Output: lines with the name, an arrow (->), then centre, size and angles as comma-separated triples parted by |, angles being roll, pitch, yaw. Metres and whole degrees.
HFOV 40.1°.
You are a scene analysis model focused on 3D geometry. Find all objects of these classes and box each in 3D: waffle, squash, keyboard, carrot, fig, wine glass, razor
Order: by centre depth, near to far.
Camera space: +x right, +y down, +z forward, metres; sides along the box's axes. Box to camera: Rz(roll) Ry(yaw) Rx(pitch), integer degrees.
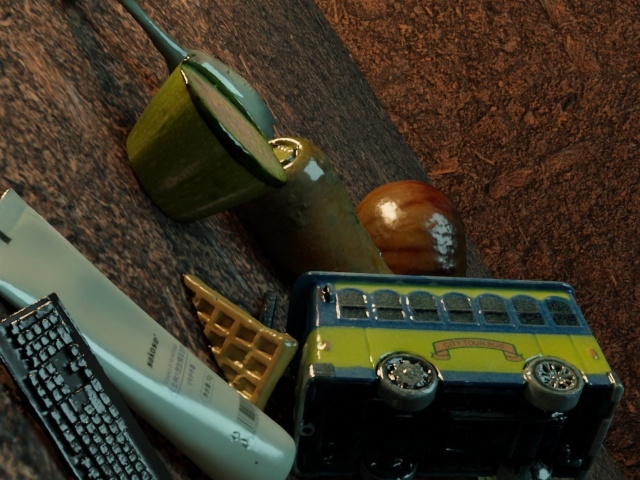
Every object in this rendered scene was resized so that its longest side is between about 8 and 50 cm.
keyboard -> -0.150, 0.129, 0.597 | 0.196, 0.015, 0.074 | 60, 34, -6
waffle -> -0.100, 0.103, 0.844 | 0.153, 0.097, 0.023 | 30, 2, 30
squash -> -0.127, -0.102, 0.940 | 0.170, 0.123, 0.170 | 51, 17, -23
razor -> -0.063, 0.101, 0.945 | 0.066, 0.033, 0.190 | 14, 20, -4
wine glass -> -0.172, -0.282, 1.130 | 0.309, 0.096, 0.264 | 46, 31, -40
carrot -> 0.000, 0.000, 1.140 | 0.301, 0.139, 0.138 | 56, 15, -33
fig -> 0.127, 0.024, 1.384 | 0.235, 0.215, 0.235 | 60, -11, 21

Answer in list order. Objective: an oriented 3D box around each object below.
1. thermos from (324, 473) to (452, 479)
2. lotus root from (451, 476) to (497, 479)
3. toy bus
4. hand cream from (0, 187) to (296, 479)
thermos -> 0.077, 0.286, 0.918 | 0.330, 0.136, 0.109 | -96, 179, -57
lotus root -> 0.191, 0.330, 1.201 | 0.183, 0.078, 0.203 | 48, 7, 34
toy bus -> 0.124, 0.143, 0.904 | 0.190, 0.313, 0.152 | -98, -167, -54
hand cream -> -0.137, 0.092, 0.687 | 0.320, 0.067, 0.109 | 48, 19, -21
